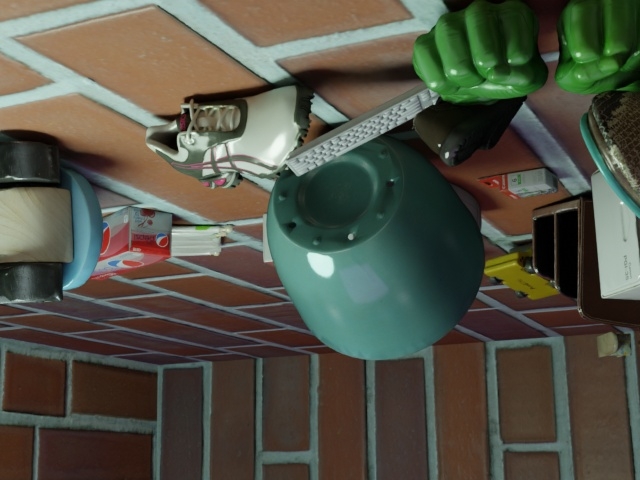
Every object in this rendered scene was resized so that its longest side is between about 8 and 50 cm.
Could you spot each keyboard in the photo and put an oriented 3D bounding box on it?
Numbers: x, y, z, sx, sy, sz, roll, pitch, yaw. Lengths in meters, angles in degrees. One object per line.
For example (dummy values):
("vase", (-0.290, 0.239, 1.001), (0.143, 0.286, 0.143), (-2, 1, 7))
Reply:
("keyboard", (0.079, -0.143, 1.298), (0.256, 0.014, 0.072), (-27, 161, 5))

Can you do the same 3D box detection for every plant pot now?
("plant pot", (0.057, -0.015, 1.520), (0.293, 0.293, 0.235), (-6, 151, 19))

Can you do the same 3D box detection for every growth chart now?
("growth chart", (-0.263, 0.004, 2.123), (0.172, 0.021, 0.237), (2, 167, -9))

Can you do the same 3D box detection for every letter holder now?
("letter holder", (0.538, 0.052, 1.933), (0.301, 0.215, 0.152), (4, 172, -22))

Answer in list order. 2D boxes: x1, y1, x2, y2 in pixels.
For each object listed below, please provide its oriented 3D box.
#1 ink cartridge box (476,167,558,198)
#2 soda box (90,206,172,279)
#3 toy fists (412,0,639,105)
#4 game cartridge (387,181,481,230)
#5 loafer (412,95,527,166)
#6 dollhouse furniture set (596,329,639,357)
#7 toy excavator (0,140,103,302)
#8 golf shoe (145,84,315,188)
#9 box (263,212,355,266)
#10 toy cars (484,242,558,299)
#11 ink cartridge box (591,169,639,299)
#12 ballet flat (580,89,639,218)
("ink cartridge box", (0.312, -0.086, 1.750), (0.115, 0.029, 0.063), (-9, 165, 29))
("soda box", (-0.374, 0.010, 2.001), (0.092, 0.083, 0.263), (9, 163, -38))
("toy fists", (0.233, -0.193, 1.128), (0.279, 0.096, 0.142), (-2, 166, 11))
("game cartridge", (0.145, -0.052, 1.845), (0.198, 0.062, 0.297), (-4, 168, 32))
("loafer", (0.174, -0.151, 1.283), (0.080, 0.078, 0.220), (-59, 165, 27))
("dollhouse furniture set", (0.663, 0.108, 2.157), (0.212, 0.242, 0.161), (0, 167, -7))
("toy excavator", (-0.483, 0.000, 1.731), (0.432, 0.222, 0.445), (-5, 175, 22))
("golf shoe", (-0.113, -0.130, 1.373), (0.120, 0.105, 0.273), (19, 157, -33))
("box", (0.000, 0.000, 1.969), (0.170, 0.091, 0.130), (-6, 166, 21))
("toy cars", (0.308, 0.044, 2.220), (0.393, 0.087, 0.176), (4, 155, -6))
("ink cartridge box", (0.567, -0.014, 1.689), (0.283, 0.207, 0.117), (4, 165, -19))
("ballet flat", (0.428, -0.060, 1.212), (0.182, 0.164, 0.483), (-24, 150, 19))
